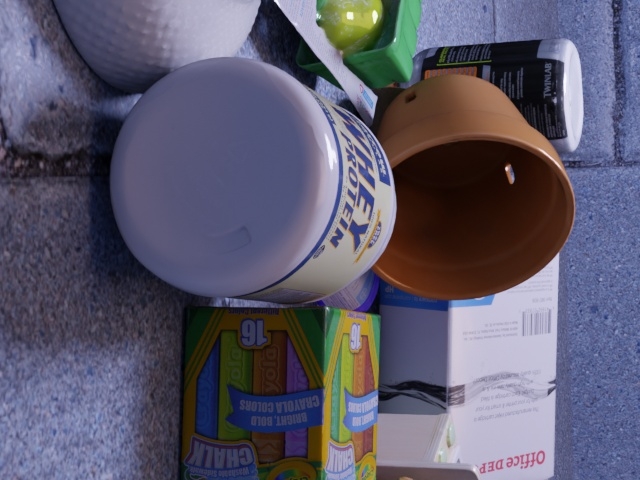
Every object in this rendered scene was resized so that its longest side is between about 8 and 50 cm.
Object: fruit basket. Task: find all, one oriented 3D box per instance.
[{"bbox_3d":[0.007,-0.379,1.706,0.353,0.165,0.327,41,49,-43],"label":"fruit basket"}]

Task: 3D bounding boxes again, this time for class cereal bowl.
[{"bbox_3d":[-0.141,-0.322,1.270,0.339,0.141,0.339,-2,90,-69],"label":"cereal bowl"}]

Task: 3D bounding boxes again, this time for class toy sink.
[{"bbox_3d":[0.139,0.347,1.825,0.131,0.234,0.153,-59,141,-54],"label":"toy sink"}]

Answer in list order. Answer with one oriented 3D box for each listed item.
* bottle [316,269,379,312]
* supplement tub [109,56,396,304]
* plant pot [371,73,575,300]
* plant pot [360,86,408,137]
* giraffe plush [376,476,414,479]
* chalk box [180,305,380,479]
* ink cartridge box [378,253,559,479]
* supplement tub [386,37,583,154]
[{"bbox_3d":[0.000,0.000,1.681,0.283,0.092,0.118,55,40,-55],"label":"bottle"},{"bbox_3d":[-0.054,-0.051,1.330,0.325,0.235,0.235,14,75,-72],"label":"supplement tub"},{"bbox_3d":[0.186,-0.090,1.704,0.203,0.291,0.291,-92,166,-47],"label":"plant pot"},{"bbox_3d":[0.132,-0.085,1.926,0.230,0.215,0.215,-69,154,-12],"label":"plant pot"},{"bbox_3d":[0.043,0.428,1.689,0.170,0.210,0.181,-10,73,-52],"label":"giraffe plush"},{"bbox_3d":[-0.043,0.222,1.432,0.180,0.179,0.289,14,76,-68],"label":"chalk box"},{"bbox_3d":[0.244,0.209,2.055,0.285,0.166,0.395,-1,92,-44],"label":"ink cartridge box"},{"bbox_3d":[0.272,-0.234,2.099,0.193,0.316,0.193,0,90,-69],"label":"supplement tub"}]
